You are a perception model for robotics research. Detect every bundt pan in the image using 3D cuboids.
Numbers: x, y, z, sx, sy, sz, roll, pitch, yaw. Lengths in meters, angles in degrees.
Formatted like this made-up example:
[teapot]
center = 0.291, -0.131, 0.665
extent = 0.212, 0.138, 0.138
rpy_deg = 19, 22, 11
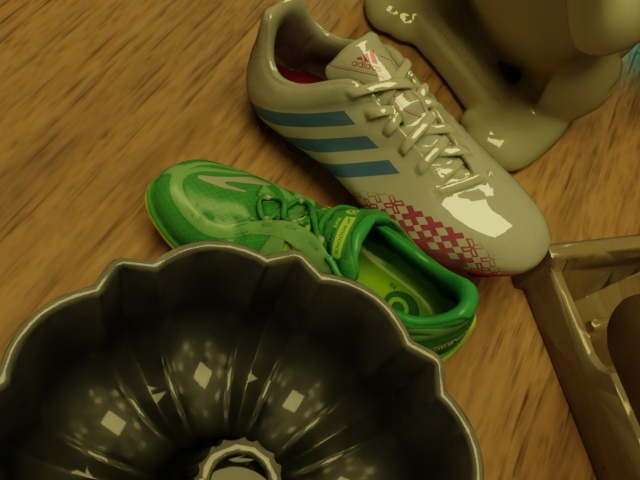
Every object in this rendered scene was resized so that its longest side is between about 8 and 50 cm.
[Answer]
[bundt pan]
center = -0.064, 0.173, 0.462
extent = 0.330, 0.124, 0.331
rpy_deg = 8, 59, -14

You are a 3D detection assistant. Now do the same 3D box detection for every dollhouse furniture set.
[dollhouse furniture set]
center = 0.351, 0.045, 0.505
extent = 0.362, 0.394, 0.256
rpy_deg = -6, 64, -20

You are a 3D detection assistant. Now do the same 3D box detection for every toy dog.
[toy dog]
center = 0.293, -0.309, 0.674
extent = 0.395, 0.408, 0.285
rpy_deg = -15, 68, -24

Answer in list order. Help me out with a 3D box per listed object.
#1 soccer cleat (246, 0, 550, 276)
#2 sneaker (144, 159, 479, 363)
[soccer cleat]
center = 0.064, -0.093, 0.613
extent = 0.331, 0.143, 0.116
rpy_deg = 35, 58, 15
[sneaker]
center = 0.000, 0.000, 0.577
extent = 0.295, 0.123, 0.109
rpy_deg = 25, 57, -1
